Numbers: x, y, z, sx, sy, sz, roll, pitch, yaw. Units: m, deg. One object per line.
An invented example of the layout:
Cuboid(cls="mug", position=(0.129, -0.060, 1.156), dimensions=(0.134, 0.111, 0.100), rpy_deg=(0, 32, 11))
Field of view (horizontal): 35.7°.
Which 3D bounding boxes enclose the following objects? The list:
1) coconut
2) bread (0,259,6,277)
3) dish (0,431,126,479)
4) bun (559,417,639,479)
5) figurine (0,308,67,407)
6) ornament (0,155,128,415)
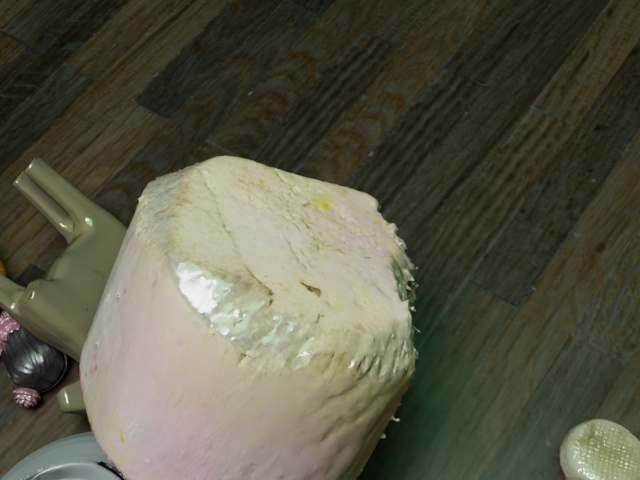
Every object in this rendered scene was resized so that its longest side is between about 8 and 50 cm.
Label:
Cuboid(cls="coconut", position=(-0.066, 0.105, 0.905), dimensions=(0.297, 0.310, 0.297), rpy_deg=(17, 37, -13))
Cuboid(cls="bread", position=(-0.480, 0.048, 1.069), dimensions=(0.269, 0.148, 0.270), rpy_deg=(-6, 59, 10))
Cuboid(cls="dish", position=(-0.228, 0.285, 0.928), dimensions=(0.260, 0.085, 0.260), rpy_deg=(-3, 57, 5))
Cuboid(cls="bun", position=(0.264, 0.213, 0.938), dimensions=(0.086, 0.055, 0.086), rpy_deg=(4, 50, -5))
Cuboid(cls="figurine", position=(-0.325, 0.116, 1.068), dimensions=(0.072, 0.054, 0.129), rpy_deg=(-41, 60, -14))
Cuboid(cls="ornament", position=(-0.261, 0.062, 1.051), dimensions=(0.245, 0.061, 0.230), rpy_deg=(41, 40, -17))
